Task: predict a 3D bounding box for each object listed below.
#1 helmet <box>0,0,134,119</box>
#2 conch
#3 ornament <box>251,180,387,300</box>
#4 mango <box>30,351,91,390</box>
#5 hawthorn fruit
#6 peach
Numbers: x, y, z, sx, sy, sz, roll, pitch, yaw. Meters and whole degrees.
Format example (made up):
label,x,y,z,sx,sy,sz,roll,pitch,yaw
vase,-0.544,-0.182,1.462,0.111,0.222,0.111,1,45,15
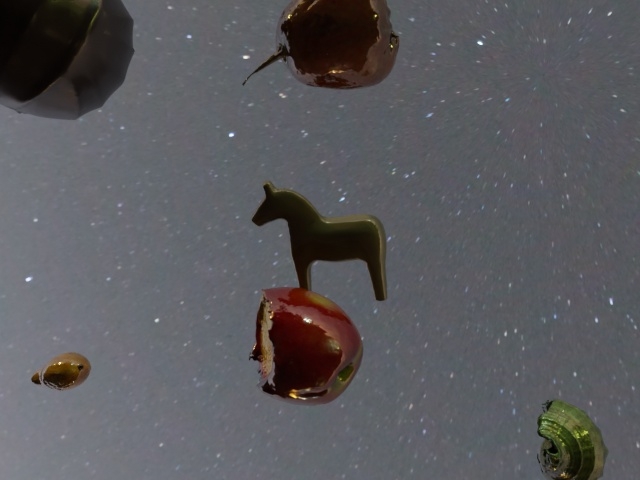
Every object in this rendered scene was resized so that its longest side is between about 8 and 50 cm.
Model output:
label,x,y,z,sx,sy,sz,roll,pitch,yaw
helmet,-0.343,-0.264,0.987,0.177,0.305,0.225,27,-91,6
conch,0.234,0.196,0.713,0.074,0.121,0.089,-35,-124,20
ornament,0.000,0.000,1.285,0.230,0.061,0.245,-3,-58,8
mango,-0.533,0.273,1.520,0.190,0.098,0.075,-22,-98,48
hawthorn fruit,0.006,-0.258,0.897,0.189,0.149,0.149,5,-75,-9
peach,-0.045,0.174,1.245,0.226,0.190,0.196,29,-107,28
